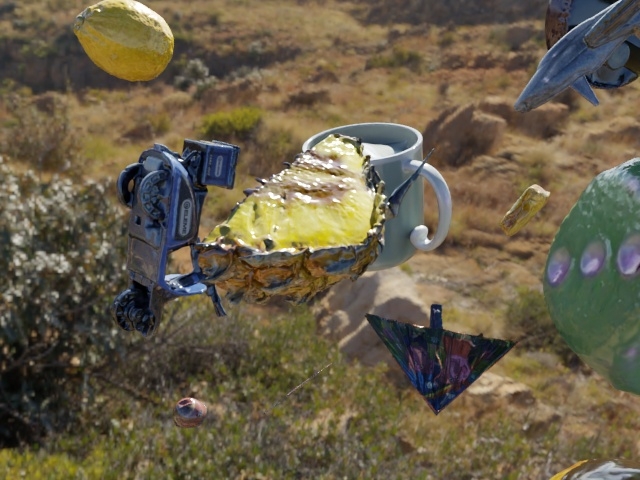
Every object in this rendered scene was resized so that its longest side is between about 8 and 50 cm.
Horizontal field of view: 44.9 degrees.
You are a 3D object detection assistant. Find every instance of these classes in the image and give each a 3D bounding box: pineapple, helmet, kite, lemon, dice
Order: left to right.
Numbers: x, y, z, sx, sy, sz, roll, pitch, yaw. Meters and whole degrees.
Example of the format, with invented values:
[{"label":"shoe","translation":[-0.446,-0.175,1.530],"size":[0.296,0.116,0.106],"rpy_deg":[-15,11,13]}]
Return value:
[{"label":"lemon","translation":[-0.287,-0.295,1.140],"size":[0.155,0.114,0.114],"rpy_deg":[16,23,-35]},{"label":"helmet","translation":[-0.288,0.362,1.645],"size":[0.084,0.049,0.065],"rpy_deg":[-7,52,25]},{"label":"kite","translation":[-0.042,0.253,1.313],"size":[0.005,0.152,0.137],"rpy_deg":[52,6,10]},{"label":"pineapple","translation":[0.005,0.002,0.900],"size":[0.158,0.161,0.334],"rpy_deg":[15,33,16]},{"label":"kite","translation":[0.237,0.228,1.512],"size":[0.321,0.016,0.234],"rpy_deg":[10,58,-6]},{"label":"dice","translation":[0.602,0.062,1.324],"size":[0.318,0.330,0.322],"rpy_deg":[15,36,-17]}]

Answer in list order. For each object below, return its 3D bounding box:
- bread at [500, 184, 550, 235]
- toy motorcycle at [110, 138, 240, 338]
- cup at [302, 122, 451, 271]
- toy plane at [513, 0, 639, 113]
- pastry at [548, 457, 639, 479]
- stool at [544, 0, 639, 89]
[{"label":"bread","translation":[0.468,-0.069,1.776],"size":[0.053,0.132,0.074],"rpy_deg":[45,23,14]},{"label":"toy motorcycle","translation":[-0.254,-0.001,1.365],"size":[0.212,0.359,0.125],"rpy_deg":[1,14,-43]},{"label":"cup","translation":[0.138,-0.079,1.682],"size":[0.259,0.275,0.356],"rpy_deg":[-27,33,-36]},{"label":"toy plane","translation":[0.294,-0.203,0.711],"size":[0.088,0.267,0.212],"rpy_deg":[43,16,8]},{"label":"pastry","translation":[0.502,0.527,1.269],"size":[0.388,0.313,0.388],"rpy_deg":[-12,23,5]},{"label":"stool","translation":[0.570,-0.401,1.422],"size":[0.272,0.272,0.178],"rpy_deg":[-1,22,-22]}]
